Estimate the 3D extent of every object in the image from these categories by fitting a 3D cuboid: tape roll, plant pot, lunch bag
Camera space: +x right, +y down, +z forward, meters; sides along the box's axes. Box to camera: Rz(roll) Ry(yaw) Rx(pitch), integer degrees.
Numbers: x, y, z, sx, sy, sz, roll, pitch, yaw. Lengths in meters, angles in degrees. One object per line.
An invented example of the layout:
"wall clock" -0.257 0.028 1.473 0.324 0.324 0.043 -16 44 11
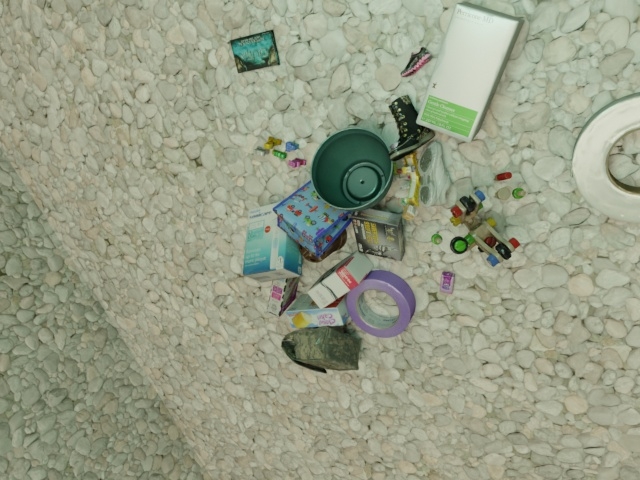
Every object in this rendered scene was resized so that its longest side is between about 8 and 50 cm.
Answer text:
"tape roll" 0.250 0.264 2.070 0.274 0.090 0.275 12 119 23
"plant pot" 0.132 -0.230 1.792 0.292 0.196 0.293 -4 78 18
"tape roll" 0.954 -0.240 1.473 0.391 0.072 0.392 12 119 23
"lunch bag" 0.003 -0.121 1.907 0.221 0.293 0.138 38 160 22
"plant pot" 0.000 0.000 2.025 0.166 0.165 0.167 12 118 23
"lunch bag" -0.006 0.490 2.215 0.286 0.169 0.235 -14 148 41

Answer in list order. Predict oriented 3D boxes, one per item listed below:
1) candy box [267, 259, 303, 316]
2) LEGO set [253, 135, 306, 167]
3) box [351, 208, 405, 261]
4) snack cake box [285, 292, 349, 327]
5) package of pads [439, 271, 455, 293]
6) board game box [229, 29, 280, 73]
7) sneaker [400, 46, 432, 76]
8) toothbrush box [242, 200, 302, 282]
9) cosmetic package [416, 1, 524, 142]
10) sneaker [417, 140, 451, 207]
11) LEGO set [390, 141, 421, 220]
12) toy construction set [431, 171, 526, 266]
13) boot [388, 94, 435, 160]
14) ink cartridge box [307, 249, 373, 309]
"candy box" -0.155 0.197 2.205 0.071 0.159 0.234 21 122 15
"LEGO set" -0.174 -0.357 1.985 0.227 0.093 0.087 18 120 19
"box" 0.223 -0.022 1.905 0.182 0.056 0.231 13 148 21
"snack cake box" 0.002 0.299 2.177 0.264 0.152 0.089 -9 109 31
"package of pads" 0.490 0.165 1.933 0.050 0.032 0.083 10 118 20
"board game box" -0.248 -0.712 1.893 0.186 0.026 0.126 -1 112 28
"sneaker" 0.310 -0.592 1.658 0.119 0.047 0.057 -34 81 31
"toothbrush box" -0.189 0.006 2.055 0.216 0.126 0.296 -10 65 32
"cosmetic package" 0.457 -0.518 1.546 0.196 0.155 0.366 24 123 17
"sneaker" 0.409 -0.230 1.759 0.090 0.115 0.232 13 102 61
"LEGO set" 0.293 -0.209 1.793 0.107 0.132 0.287 -5 89 35
"toy construction set" 0.548 -0.079 1.698 0.257 0.237 0.309 28 96 1
"boot" 0.269 -0.377 1.670 0.085 0.236 0.179 -28 95 51
"ink cartridge box" 0.081 0.159 2.055 0.237 0.172 0.100 -38 93 35
